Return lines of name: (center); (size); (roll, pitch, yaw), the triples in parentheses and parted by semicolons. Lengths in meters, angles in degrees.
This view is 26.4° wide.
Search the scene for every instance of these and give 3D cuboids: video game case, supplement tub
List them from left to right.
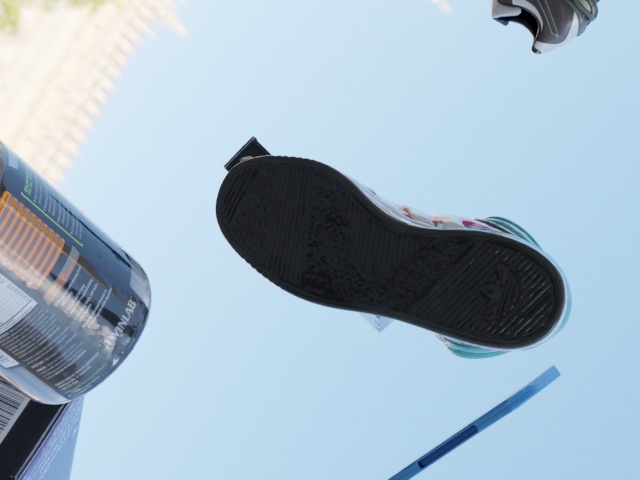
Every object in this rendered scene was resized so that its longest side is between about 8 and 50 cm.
supplement tub: (-0.204, 0.009, 0.844); (0.117, 0.190, 0.117); (-25, -139, 23)
video game case: (0.151, 0.184, 1.342); (0.166, 0.015, 0.119); (-40, 170, 32)

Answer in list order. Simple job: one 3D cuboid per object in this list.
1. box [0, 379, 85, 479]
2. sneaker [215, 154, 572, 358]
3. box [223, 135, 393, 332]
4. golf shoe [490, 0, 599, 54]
box: (-0.297, 0.203, 1.224); (0.207, 0.108, 0.153); (109, 7, -48)
sneaker: (0.072, 0.014, 1.113); (0.295, 0.178, 0.124); (22, -91, 20)
box: (0.000, 0.000, 1.239); (0.045, 0.191, 0.184); (-45, 172, -6)
golf shoe: (0.202, -0.285, 1.447); (0.094, 0.198, 0.077); (-41, 168, -3)
